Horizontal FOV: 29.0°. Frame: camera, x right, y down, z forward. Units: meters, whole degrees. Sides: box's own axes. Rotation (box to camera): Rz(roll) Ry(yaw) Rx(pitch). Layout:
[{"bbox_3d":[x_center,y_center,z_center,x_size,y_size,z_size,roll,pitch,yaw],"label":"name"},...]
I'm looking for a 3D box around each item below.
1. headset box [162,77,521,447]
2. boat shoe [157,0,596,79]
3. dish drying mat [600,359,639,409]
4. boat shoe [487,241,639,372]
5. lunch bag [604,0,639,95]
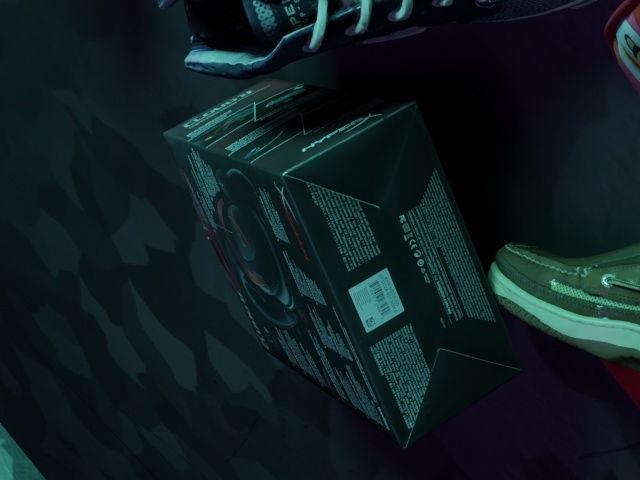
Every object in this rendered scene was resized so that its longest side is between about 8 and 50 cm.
[{"bbox_3d":[0.000,0.000,0.942,0.293,0.110,0.218,22,139,64],"label":"headset box"},{"bbox_3d":[0.042,-0.161,0.739,0.341,0.158,0.127,-1,120,53],"label":"boat shoe"},{"bbox_3d":[0.217,0.087,0.897,0.083,0.008,0.032,51,149,1],"label":"dish drying mat"},{"bbox_3d":[0.218,0.035,0.794,0.257,0.095,0.095,27,105,46],"label":"boat shoe"},{"bbox_3d":[0.262,-0.030,0.573,0.293,0.120,0.258,51,179,4],"label":"lunch bag"}]
